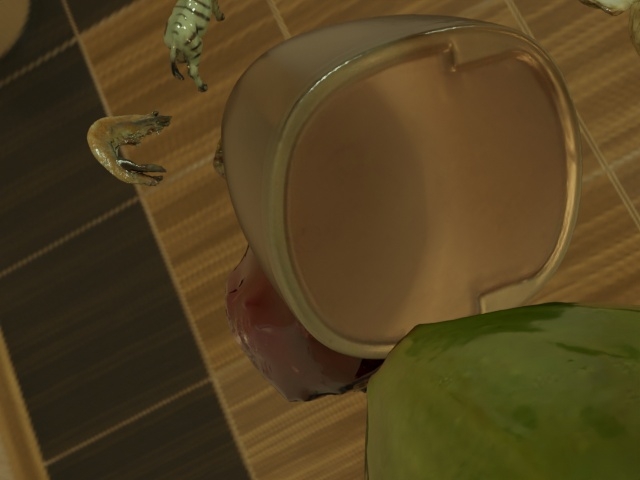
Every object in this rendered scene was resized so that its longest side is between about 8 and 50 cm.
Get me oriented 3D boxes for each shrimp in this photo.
[{"bbox_3d":[-0.324,-0.172,1.963,0.152,0.219,0.046,51,126,6],"label":"shrimp"}]

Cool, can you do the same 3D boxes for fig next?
[{"bbox_3d":[0.163,0.161,0.629,0.316,0.316,0.316,-5,74,17],"label":"fig"}]

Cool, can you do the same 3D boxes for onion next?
[{"bbox_3d":[0.000,0.000,1.597,0.398,0.398,0.420,-32,101,8],"label":"onion"}]

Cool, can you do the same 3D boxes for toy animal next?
[{"bbox_3d":[-0.195,-0.349,1.602,0.073,0.176,0.217,6,75,13],"label":"toy animal"}]

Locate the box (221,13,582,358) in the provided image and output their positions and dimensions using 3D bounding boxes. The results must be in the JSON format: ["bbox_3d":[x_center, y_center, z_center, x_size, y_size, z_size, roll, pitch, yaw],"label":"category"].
[{"bbox_3d":[0.057,-0.069,0.963,0.301,0.301,0.216,-48,29,1],"label":"box"}]

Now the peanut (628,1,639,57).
[{"bbox_3d":[0.420,-0.312,1.195,0.120,0.136,0.299,21,79,-12],"label":"peanut"}]

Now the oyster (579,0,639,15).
[{"bbox_3d":[0.130,-0.240,0.672,0.161,0.107,0.233,-37,84,-32],"label":"oyster"}]
